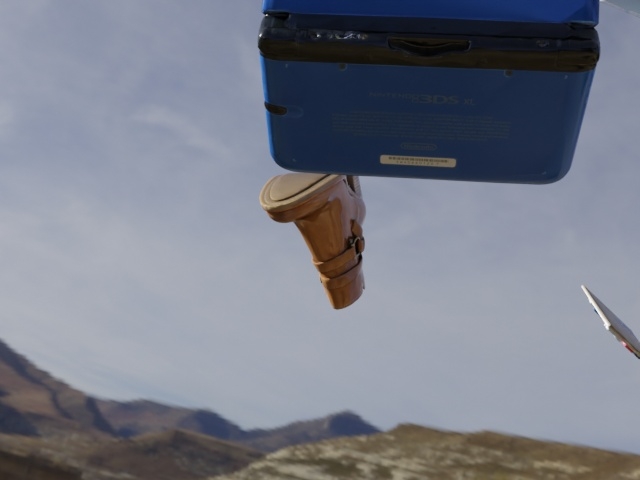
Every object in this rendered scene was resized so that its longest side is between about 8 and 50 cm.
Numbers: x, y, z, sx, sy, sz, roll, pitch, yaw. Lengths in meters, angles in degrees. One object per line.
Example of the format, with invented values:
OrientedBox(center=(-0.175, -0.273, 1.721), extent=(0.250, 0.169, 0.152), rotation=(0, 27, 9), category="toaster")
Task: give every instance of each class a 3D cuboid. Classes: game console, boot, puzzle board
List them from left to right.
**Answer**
OrientedBox(center=(0.000, 0.000, 1.404), extent=(0.109, 0.220, 0.283), rotation=(-2, 14, 16), category="boot")
OrientedBox(center=(0.099, -0.199, 0.874), extent=(0.293, 0.173, 0.250), rotation=(4, -38, 5), category="game console")
OrientedBox(center=(0.414, 0.124, 1.302), extent=(0.128, 0.011, 0.096), rotation=(39, 18, -28), category="puzzle board")

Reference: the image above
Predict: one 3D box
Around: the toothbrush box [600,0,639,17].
OrientedBox(center=(0.686, -0.446, 1.706), extent=(0.296, 0.126, 0.216), rotation=(24, 10, 3), category="toothbrush box")
